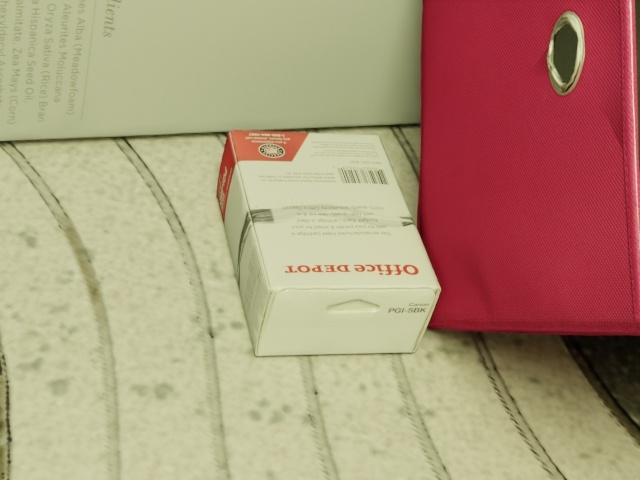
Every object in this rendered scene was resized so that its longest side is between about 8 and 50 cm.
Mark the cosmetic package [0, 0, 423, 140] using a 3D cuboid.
[{"bbox_3d":[-0.139,-0.195,0.784,0.453,0.161,0.230,-4,44,-23],"label":"cosmetic package"}]

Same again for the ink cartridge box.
[{"bbox_3d":[0.000,0.000,0.698,0.099,0.056,0.135,1,43,-17],"label":"ink cartridge box"}]

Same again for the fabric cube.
[{"bbox_3d":[0.207,-0.076,0.625,0.259,0.258,0.254,2,86,-16],"label":"fabric cube"}]
